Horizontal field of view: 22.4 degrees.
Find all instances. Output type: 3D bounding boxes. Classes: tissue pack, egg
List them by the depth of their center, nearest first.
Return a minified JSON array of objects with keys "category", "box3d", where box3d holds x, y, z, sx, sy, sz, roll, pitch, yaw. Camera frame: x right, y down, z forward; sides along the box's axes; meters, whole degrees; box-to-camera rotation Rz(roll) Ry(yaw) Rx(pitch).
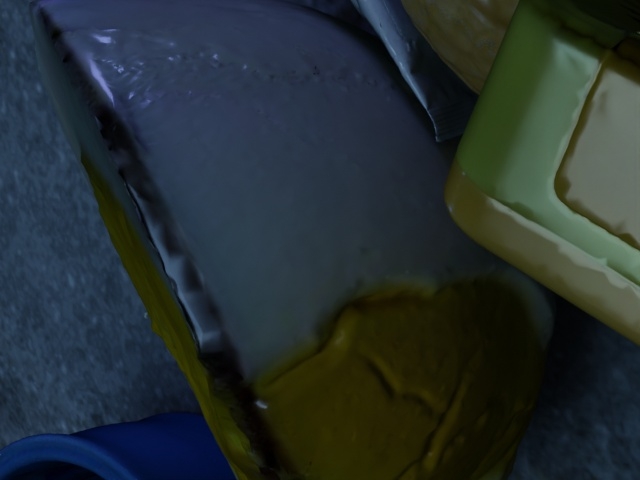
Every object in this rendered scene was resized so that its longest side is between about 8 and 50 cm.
[{"category":"tissue pack","box3d":[0.041,-0.140,0.773,0.193,0.122,0.026,56,131,11]},{"category":"egg","box3d":[0.000,0.000,0.821,0.337,0.201,0.337,59,166,24]}]

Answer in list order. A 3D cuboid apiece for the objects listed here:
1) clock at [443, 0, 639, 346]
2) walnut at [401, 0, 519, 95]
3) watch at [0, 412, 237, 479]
[{"category":"clock","box3d":[0.156,-0.009,0.525,0.202,0.143,0.096,35,124,24]},{"category":"walnut","box3d":[0.111,-0.129,0.682,0.207,0.159,0.159,49,136,20]},{"category":"watch","box3d":[-0.153,0.237,1.103,0.305,0.241,0.274,33,113,29]}]
